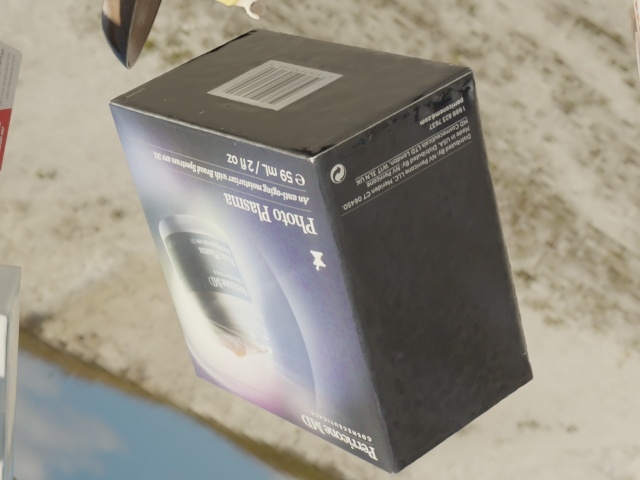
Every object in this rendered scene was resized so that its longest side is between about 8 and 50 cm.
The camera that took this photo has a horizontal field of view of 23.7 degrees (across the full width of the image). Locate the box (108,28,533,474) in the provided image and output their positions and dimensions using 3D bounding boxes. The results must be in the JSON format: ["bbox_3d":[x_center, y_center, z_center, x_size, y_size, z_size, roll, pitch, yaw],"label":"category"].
[{"bbox_3d":[0.000,0.000,1.306,0.296,0.183,0.294,19,132,50],"label":"box"}]

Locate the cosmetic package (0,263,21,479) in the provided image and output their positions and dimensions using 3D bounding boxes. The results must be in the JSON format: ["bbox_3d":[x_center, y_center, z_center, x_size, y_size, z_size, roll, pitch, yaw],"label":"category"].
[{"bbox_3d":[-0.480,0.146,1.442,0.377,0.284,0.097,6,-151,-6],"label":"cosmetic package"}]

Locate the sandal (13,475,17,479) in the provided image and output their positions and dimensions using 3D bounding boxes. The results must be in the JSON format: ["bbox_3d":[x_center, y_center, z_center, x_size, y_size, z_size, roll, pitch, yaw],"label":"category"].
[{"bbox_3d":[-0.368,0.305,1.695,0.219,0.090,0.060,27,-176,32],"label":"sandal"}]

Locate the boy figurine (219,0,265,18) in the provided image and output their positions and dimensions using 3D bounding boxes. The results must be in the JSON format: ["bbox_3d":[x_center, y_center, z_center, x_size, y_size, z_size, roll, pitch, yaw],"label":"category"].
[{"bbox_3d":[-0.061,-0.259,1.168,0.285,0.177,0.092,10,-152,8],"label":"boy figurine"}]

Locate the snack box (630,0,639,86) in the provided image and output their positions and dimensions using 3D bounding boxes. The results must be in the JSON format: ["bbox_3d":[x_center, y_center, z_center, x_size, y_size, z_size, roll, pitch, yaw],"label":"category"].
[{"bbox_3d":[0.261,-0.127,1.182,0.022,0.178,0.064,-2,142,5],"label":"snack box"}]

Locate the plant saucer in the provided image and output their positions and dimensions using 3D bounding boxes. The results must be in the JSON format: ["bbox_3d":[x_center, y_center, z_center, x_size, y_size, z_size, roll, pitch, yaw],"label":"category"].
[{"bbox_3d":[-0.206,-0.360,1.835,0.050,0.310,0.310,17,-175,-4],"label":"plant saucer"}]

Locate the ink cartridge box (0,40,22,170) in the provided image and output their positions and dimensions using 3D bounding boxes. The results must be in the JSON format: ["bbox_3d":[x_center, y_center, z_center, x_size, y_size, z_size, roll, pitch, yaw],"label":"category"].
[{"bbox_3d":[-0.561,-0.218,2.084,0.114,0.197,0.273,-15,150,40],"label":"ink cartridge box"}]
